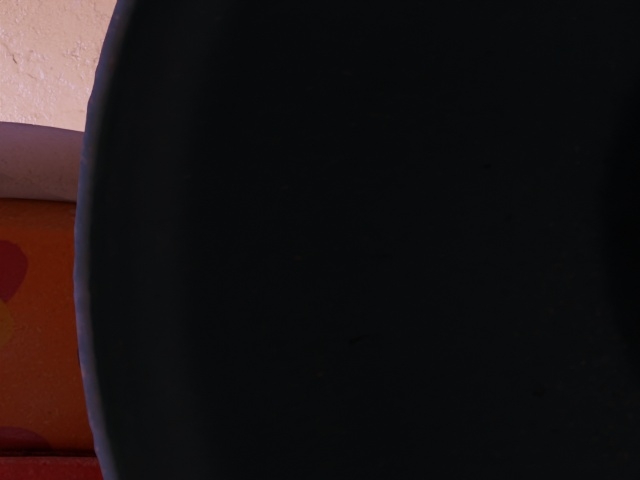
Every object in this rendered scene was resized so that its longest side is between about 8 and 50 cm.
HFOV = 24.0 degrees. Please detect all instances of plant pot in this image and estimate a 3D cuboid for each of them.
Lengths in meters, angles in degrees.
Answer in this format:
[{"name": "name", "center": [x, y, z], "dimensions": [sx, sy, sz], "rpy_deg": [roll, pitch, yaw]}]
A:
[{"name": "plant pot", "center": [0.112, 0.014, 0.355], "dimensions": [0.196, 0.293, 0.293], "rpy_deg": [-16, -23, -50]}]

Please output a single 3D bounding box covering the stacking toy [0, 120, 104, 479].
[{"name": "stacking toy", "center": [-0.195, 0.202, 0.736], "dimensions": [0.350, 0.351, 0.480], "rpy_deg": [144, 121, -66]}]
